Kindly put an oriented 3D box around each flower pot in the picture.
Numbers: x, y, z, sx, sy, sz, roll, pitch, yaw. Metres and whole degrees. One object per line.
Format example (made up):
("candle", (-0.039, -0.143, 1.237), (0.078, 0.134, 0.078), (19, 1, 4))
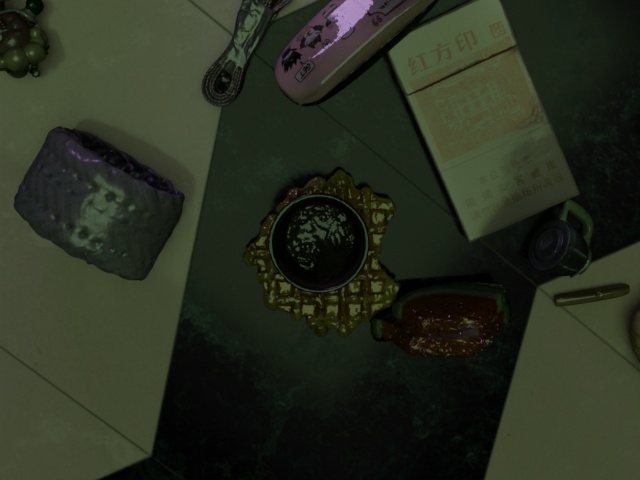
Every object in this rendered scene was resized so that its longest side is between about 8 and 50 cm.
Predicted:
("flower pot", (0.000, 0.000, 1.480), (0.157, 0.107, 0.157), (0, 95, 3))

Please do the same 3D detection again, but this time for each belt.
("belt", (-0.122, -0.322, 1.488), (0.071, 0.053, 0.232), (30, 99, -6))

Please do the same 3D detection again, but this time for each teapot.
("teapot", (0.420, 0.008, 1.556), (0.091, 0.092, 0.124), (25, 109, -30))

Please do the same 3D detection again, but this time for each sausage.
("sausage", (0.472, 0.095, 1.605), (0.132, 0.024, 0.024), (-9, 101, 1))

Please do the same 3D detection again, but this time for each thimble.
("thimble", (-0.346, -0.062, 1.454), (0.245, 0.217, 0.157), (32, 94, 9))

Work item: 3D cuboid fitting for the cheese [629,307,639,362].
("cheese", (0.649, 0.163, 1.582), (0.226, 0.117, 0.214), (43, 103, -14))

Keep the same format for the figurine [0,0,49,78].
("figurine", (-0.504, -0.343, 1.449), (0.147, 0.093, 0.197), (-37, 100, -11))

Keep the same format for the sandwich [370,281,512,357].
("sandwich", (0.200, 0.128, 1.541), (0.235, 0.159, 0.079), (-2, 110, 11))

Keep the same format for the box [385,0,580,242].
("box", (0.265, -0.201, 1.525), (0.204, 0.051, 0.365), (-24, 100, 4))

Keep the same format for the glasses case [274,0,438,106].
("glasses case", (0.059, -0.337, 1.461), (0.314, 0.075, 0.122), (-40, 61, 6))

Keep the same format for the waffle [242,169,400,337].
("waffle", (0.020, 0.029, 1.562), (0.291, 0.051, 0.291), (0, 100, -2))
